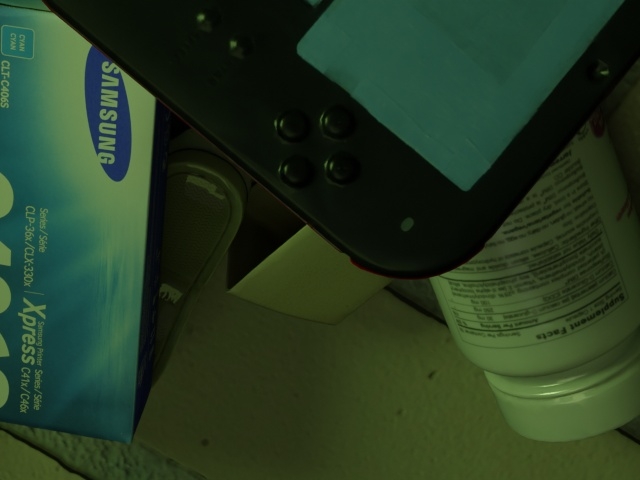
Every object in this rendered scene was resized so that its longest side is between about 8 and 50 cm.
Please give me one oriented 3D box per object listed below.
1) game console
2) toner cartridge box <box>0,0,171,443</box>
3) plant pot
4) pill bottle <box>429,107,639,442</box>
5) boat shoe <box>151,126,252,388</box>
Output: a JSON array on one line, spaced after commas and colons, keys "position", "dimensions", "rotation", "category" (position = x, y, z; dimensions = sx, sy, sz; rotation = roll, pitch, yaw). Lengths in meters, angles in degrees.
[{"position": [0.057, -0.206, 1.220], "dimensions": [0.342, 0.060, 0.386], "rotation": [40, 87, -7], "category": "game console"}, {"position": [-0.198, -0.023, 1.379], "dimensions": [0.165, 0.075, 0.348], "rotation": [8, 121, 3], "category": "toner cartridge box"}, {"position": [0.000, 0.000, 1.466], "dimensions": [0.096, 0.109, 0.109], "rotation": [35, 123, -26], "category": "plant pot"}, {"position": [0.152, -0.003, 1.392], "dimensions": [0.160, 0.160, 0.283], "rotation": [-13, 118, 19], "category": "pill bottle"}, {"position": [-0.144, 0.029, 1.508], "dimensions": [0.113, 0.103, 0.302], "rotation": [35, 121, -12], "category": "boat shoe"}]
